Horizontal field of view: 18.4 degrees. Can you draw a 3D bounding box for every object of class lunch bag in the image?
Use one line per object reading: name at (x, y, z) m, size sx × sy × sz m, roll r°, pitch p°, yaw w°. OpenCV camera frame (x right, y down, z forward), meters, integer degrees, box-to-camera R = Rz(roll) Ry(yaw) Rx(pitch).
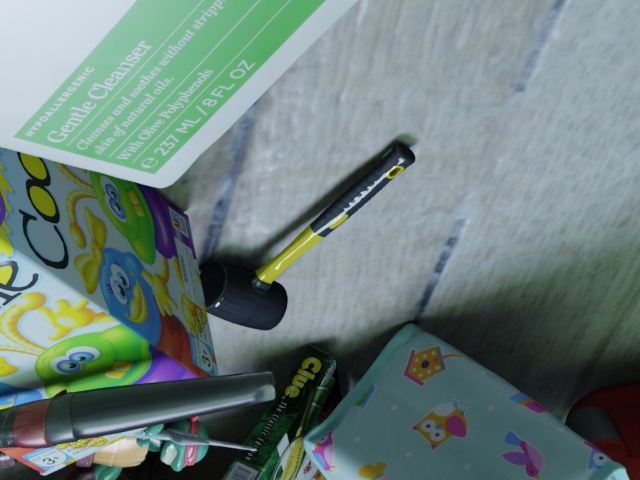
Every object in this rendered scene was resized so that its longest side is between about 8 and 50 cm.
lunch bag at (0.135, 0.217, 1.514) m, size 0.160 × 0.223 × 0.262 m, roll -46°, pitch 145°, yaw -11°

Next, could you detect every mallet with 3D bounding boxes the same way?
mallet at (0.000, 0.000, 1.343) m, size 0.189 × 0.039 × 0.062 m, roll -35°, pitch 139°, yaw 24°

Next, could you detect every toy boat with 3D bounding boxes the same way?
toy boat at (0.306, 0.125, 1.563) m, size 0.231 × 0.151 × 0.151 m, roll -10°, pitch 117°, yaw -5°

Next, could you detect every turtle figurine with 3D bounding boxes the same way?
turtle figurine at (-0.167, 0.150, 1.432) m, size 0.234 × 0.118 × 0.175 m, roll 9°, pitch 128°, yaw -5°

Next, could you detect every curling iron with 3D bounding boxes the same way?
curling iron at (-0.160, 0.112, 1.188) m, size 0.274 × 0.035 × 0.068 m, roll -15°, pitch 151°, yaw 5°

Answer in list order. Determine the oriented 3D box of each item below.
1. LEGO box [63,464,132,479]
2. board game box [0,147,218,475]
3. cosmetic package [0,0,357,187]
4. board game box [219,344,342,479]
LEGO box at (-0.230, 0.476, 1.560) m, size 0.500 × 0.193 × 0.372 m, roll -49°, pitch 152°, yaw -23°
board game box at (-0.198, 0.011, 1.188) m, size 0.142 × 0.144 × 0.275 m, roll -26°, pitch 145°, yaw 18°
cosmetic package at (-0.183, -0.170, 0.920) m, size 0.365 × 0.155 × 0.197 m, roll 12°, pitch 141°, yaw -35°
board game box at (-0.020, 0.202, 1.555) m, size 0.030 × 0.136 × 0.260 m, roll 26°, pitch 154°, yaw 21°
